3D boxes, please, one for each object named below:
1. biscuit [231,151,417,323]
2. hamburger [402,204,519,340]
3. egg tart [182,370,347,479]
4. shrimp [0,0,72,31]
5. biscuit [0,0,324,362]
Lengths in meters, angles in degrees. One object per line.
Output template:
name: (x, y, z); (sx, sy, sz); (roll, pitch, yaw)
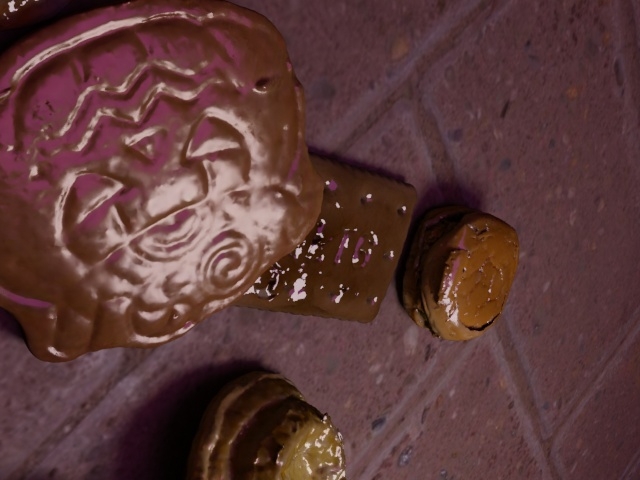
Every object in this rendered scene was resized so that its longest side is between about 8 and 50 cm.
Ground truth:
biscuit: (0.000, 0.000, 1.053); (0.325, 0.044, 0.217); (14, 99, -47)
hamburger: (0.213, 0.051, 1.246); (0.214, 0.108, 0.214); (-16, 114, -41)
egg tart: (-0.053, 0.308, 1.025); (0.290, 0.115, 0.290); (9, 79, -55)
shrimp: (-0.270, -0.262, 0.664); (0.287, 0.068, 0.185); (-38, 131, -15)
biscuit: (-0.171, -0.053, 0.804); (0.385, 0.062, 0.365); (-32, 129, -20)
